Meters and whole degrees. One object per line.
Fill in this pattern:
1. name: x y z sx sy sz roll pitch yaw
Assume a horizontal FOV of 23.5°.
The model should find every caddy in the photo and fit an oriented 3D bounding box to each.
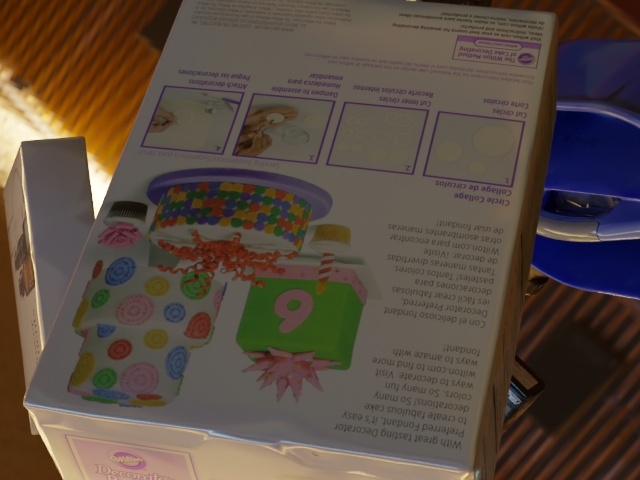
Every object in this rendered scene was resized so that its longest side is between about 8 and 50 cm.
1. caddy: 0.284 -0.059 1.509 0.179 0.341 0.241 -44 -59 -26

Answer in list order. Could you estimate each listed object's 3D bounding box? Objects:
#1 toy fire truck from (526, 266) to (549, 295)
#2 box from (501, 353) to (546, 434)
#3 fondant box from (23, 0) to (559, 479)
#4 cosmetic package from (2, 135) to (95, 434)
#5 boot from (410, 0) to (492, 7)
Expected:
1. toy fire truck: 0.232 -0.057 2.209 0.217 0.158 0.246 -5 -129 -38
2. box: 0.138 0.159 1.746 0.180 0.147 0.077 44 -158 14
3. fondant box: 0.000 0.000 0.898 0.238 0.096 0.330 7 -129 12
4. cosmetic package: -0.371 0.072 2.168 0.097 0.284 0.377 -6 -100 -16
5. boot: -0.044 -0.364 1.709 0.445 0.146 0.367 24 175 15
